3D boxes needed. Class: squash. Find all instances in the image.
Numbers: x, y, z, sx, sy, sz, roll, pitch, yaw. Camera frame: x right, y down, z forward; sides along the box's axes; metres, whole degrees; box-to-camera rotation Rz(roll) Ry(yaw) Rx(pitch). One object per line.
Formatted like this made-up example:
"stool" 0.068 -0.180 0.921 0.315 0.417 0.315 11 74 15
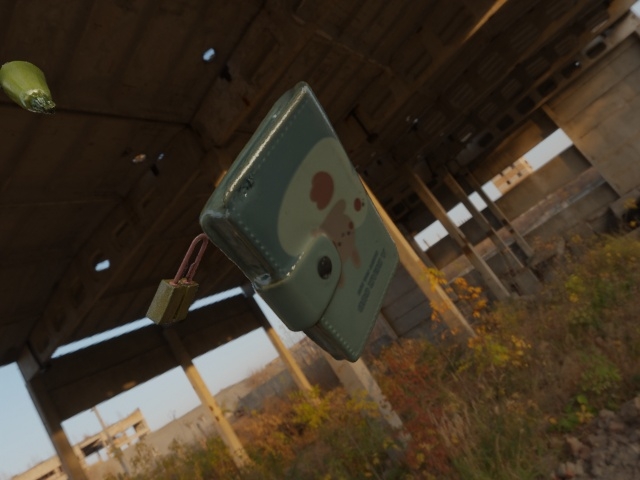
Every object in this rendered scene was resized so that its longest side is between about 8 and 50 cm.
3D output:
"squash" -0.612 -0.314 0.943 0.094 0.224 0.094 -27 -45 -31

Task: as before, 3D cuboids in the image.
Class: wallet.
"wallet" 0.000 0.000 0.616 0.083 0.360 0.252 2 50 39

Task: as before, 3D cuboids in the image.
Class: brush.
"brush" -0.329 0.086 1.058 0.233 0.047 0.103 -65 -17 8
